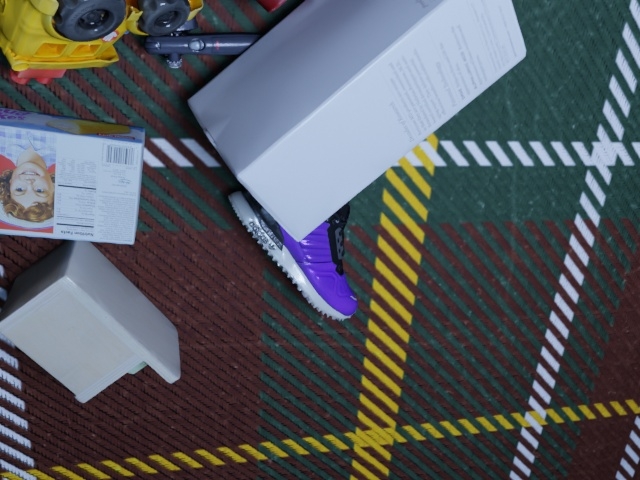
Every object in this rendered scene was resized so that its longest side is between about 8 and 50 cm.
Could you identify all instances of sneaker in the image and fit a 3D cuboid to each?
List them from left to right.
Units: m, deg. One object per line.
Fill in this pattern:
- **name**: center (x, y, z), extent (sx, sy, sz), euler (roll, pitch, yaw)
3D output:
- **sneaker**: center (0.000, 0.000, 0.944), extent (0.146, 0.102, 0.293), euler (-38, 117, 3)

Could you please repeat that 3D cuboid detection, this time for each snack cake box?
- **snack cake box**: center (-0.381, -0.089, 0.810), extent (0.264, 0.089, 0.152), euler (6, 114, -17)

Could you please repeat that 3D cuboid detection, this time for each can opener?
- **can opener**: center (-0.146, -0.269, 0.807), extent (0.186, 0.059, 0.073), euler (0, 123, -15)

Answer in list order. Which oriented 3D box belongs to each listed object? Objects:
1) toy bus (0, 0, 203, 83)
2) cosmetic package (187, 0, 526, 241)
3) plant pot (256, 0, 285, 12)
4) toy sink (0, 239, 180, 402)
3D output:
- **toy bus**: center (-0.284, -0.270, 0.708), extent (0.211, 0.220, 0.149), euler (-39, 80, 40)
- **cosmetic package**: center (0.038, -0.210, 0.776), extent (0.385, 0.217, 0.156), euler (-39, 136, 5)
- **plant pot**: center (-0.057, -0.398, 0.701), extent (0.174, 0.191, 0.191), euler (39, 99, -22)
- **toy sink**: center (-0.336, 0.133, 0.888), extent (0.131, 0.153, 0.234), euler (-36, 119, 3)
